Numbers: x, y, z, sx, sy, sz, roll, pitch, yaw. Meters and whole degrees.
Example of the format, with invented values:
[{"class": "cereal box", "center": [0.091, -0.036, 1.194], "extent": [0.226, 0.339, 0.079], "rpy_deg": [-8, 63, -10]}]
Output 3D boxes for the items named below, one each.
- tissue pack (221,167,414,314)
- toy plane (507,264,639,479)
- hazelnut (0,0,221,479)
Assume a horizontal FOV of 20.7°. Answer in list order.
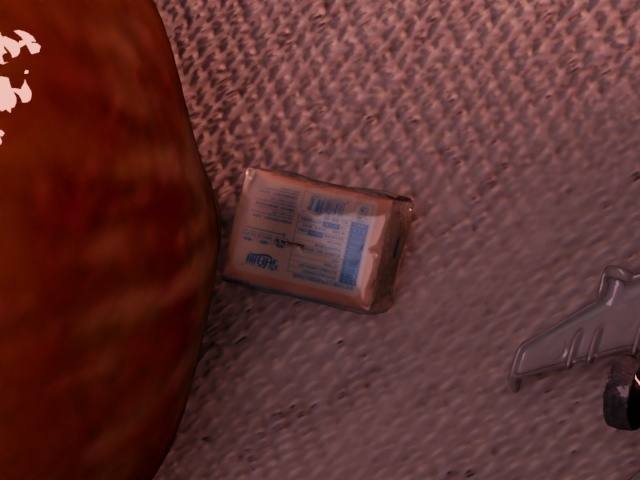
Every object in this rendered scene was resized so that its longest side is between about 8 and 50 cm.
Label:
[{"class": "tissue pack", "center": [0.000, 0.000, 1.008], "extent": [0.094, 0.059, 0.074], "rpy_deg": [14, 91, 17]}, {"class": "toy plane", "center": [0.219, 0.051, 0.916], "extent": [0.251, 0.101, 0.255], "rpy_deg": [13, 88, 29]}, {"class": "hazelnut", "center": [-0.265, 0.002, 0.935], "extent": [0.402, 0.402, 0.429], "rpy_deg": [-1, 101, 16]}]
